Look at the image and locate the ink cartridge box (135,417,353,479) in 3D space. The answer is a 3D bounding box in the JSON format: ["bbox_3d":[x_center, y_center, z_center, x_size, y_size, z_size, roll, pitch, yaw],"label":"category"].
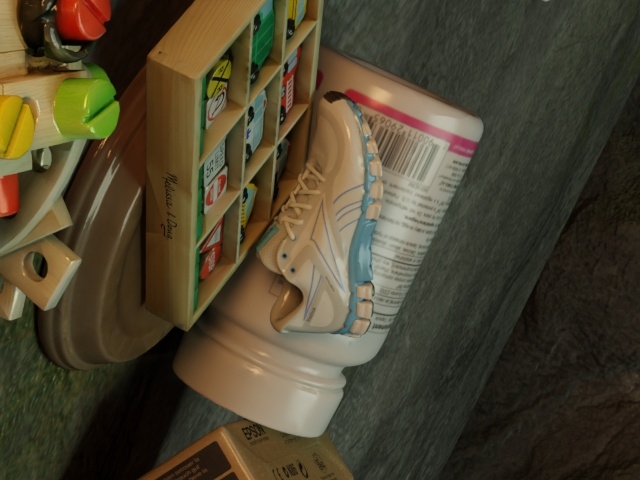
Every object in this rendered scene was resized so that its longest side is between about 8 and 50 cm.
[{"bbox_3d":[-0.098,0.220,1.542,0.193,0.088,0.235,-33,172,13],"label":"ink cartridge box"}]

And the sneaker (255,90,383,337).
[{"bbox_3d":[-0.005,-0.012,1.366,0.071,0.083,0.190,-132,-140,-61],"label":"sneaker"}]

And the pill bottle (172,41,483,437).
[{"bbox_3d":[0.000,0.000,1.509,0.283,0.160,0.160,-65,165,8],"label":"pill bottle"}]

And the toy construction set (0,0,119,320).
[{"bbox_3d":[-0.180,-0.017,0.882,0.328,0.151,0.215,-40,129,-73],"label":"toy construction set"}]

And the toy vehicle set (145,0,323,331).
[{"bbox_3d":[-0.057,-0.077,1.270,0.166,0.035,0.267,-54,163,-33],"label":"toy vehicle set"}]

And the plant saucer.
[{"bbox_3d":[-0.105,-0.027,1.345,0.278,0.041,0.278,-57,165,-25],"label":"plant saucer"}]
